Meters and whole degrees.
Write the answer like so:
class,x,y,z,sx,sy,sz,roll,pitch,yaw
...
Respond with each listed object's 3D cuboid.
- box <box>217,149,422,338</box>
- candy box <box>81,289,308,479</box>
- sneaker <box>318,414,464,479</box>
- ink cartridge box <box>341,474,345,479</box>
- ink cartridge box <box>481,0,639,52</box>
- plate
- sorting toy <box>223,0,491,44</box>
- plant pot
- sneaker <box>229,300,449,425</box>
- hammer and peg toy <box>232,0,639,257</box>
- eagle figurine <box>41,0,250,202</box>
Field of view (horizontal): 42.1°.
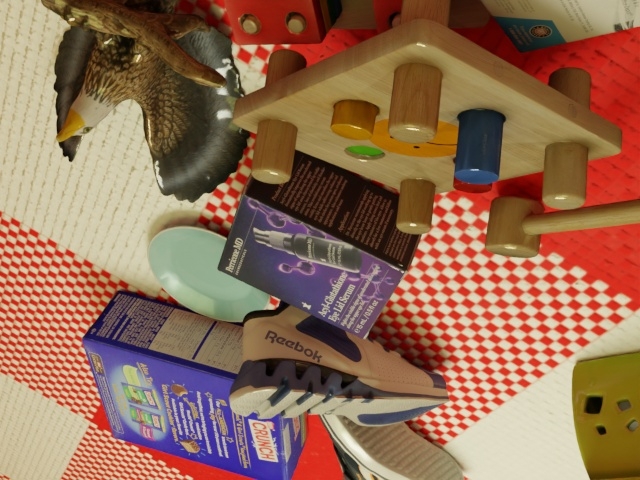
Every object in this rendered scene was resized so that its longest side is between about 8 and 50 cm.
class,x,y,z,sx,sy,sz,roll,pitch,yaw
box,0.000,0.000,0.991,0.207,0.108,0.153,24,139,1
candy box,-0.185,0.237,1.309,0.317,0.122,0.268,14,136,14
sneaker,0.077,0.323,1.266,0.127,0.126,0.321,-28,118,36
ink cartridge box,0.105,0.427,1.411,0.122,0.052,0.088,35,137,-12
ink cartridge box,0.222,-0.225,0.637,0.191,0.082,0.140,-8,162,30
plate,-0.155,0.044,1.173,0.188,0.024,0.188,14,138,13
sorting toy,0.005,-0.286,0.715,0.257,0.089,0.255,5,134,22
plant pot,0.435,0.280,0.990,0.227,0.207,0.228,-15,125,36
sneaker,0.025,0.141,1.114,0.316,0.182,0.127,12,148,-30
hammer and peg toy,0.136,-0.091,0.767,0.361,0.127,0.266,18,163,-35
eagle figurine,-0.201,-0.177,0.889,0.298,0.225,0.226,104,145,-76
